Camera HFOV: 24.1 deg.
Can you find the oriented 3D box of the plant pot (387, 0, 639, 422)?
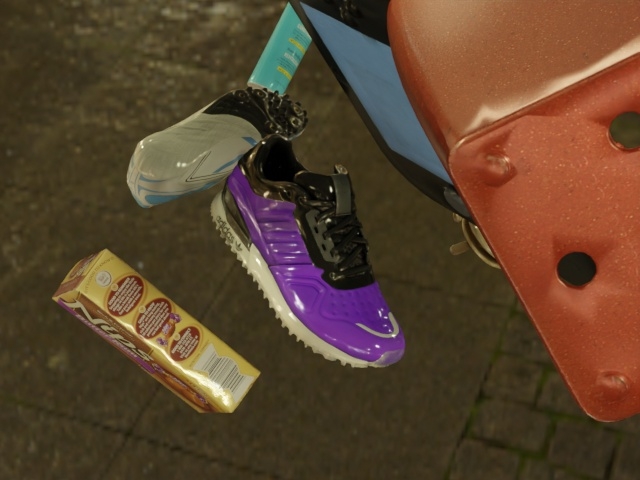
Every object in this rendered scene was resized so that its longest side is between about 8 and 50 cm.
[{"bbox_3d":[0.196,-0.051,0.852,0.267,0.267,0.235,-25,16,20],"label":"plant pot"}]

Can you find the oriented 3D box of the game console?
[{"bbox_3d":[0.120,-0.116,1.411,0.060,0.386,0.342,-43,45,-6],"label":"game console"}]

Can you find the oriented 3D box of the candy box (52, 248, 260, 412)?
[{"bbox_3d":[-0.155,0.087,1.405,0.187,0.109,0.053,39,72,-14],"label":"candy box"}]

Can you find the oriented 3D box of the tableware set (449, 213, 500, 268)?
[{"bbox_3d":[0.195,-0.032,1.705,0.128,0.039,0.194,38,34,-16],"label":"tableware set"}]

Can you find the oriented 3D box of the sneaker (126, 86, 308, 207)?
[{"bbox_3d":[-0.119,-0.107,1.711,0.237,0.086,0.085,-25,70,-30],"label":"sneaker"}]

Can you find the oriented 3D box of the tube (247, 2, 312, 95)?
[{"bbox_3d":[-0.036,-0.299,2.137,0.052,0.080,0.207,19,77,35],"label":"tube"}]

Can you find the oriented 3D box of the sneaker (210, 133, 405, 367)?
[{"bbox_3d":[-0.001,0.000,1.573,0.102,0.146,0.293,-8,48,-48],"label":"sneaker"}]
